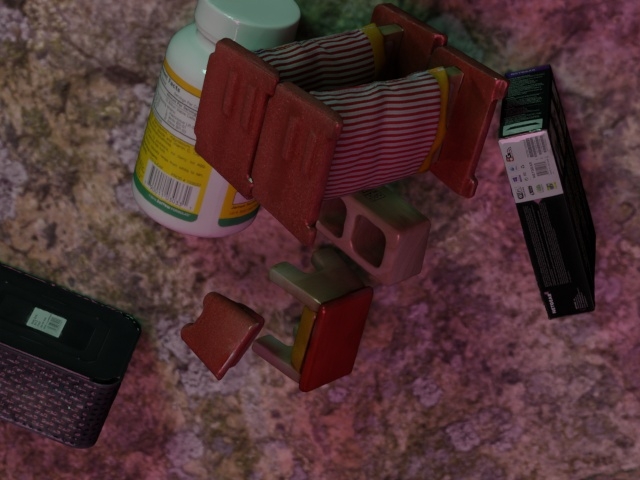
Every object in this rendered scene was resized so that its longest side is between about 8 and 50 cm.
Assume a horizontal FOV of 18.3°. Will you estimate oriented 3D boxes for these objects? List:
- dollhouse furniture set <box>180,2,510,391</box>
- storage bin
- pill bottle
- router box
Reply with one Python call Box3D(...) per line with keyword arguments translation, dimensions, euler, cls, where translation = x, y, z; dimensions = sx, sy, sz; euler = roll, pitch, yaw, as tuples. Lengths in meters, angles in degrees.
Box3D(translation=(0.000, 0.000, 1.685), dimensions=(0.152, 0.201, 0.374), euler=(39, 132, 33), cls="dollhouse furniture set")
Box3D(translation=(-0.273, 0.104, 1.876), dimensions=(0.180, 0.122, 0.084), euler=(21, 121, -3), cls="storage bin")
Box3D(translation=(-0.086, -0.117, 1.720), dimensions=(0.118, 0.117, 0.208), euler=(18, 121, 0), cls="pill bottle")
Box3D(translation=(0.196, -0.042, 1.703), dimensions=(0.046, 0.133, 0.179), euler=(-11, 116, 14), cls="router box")
